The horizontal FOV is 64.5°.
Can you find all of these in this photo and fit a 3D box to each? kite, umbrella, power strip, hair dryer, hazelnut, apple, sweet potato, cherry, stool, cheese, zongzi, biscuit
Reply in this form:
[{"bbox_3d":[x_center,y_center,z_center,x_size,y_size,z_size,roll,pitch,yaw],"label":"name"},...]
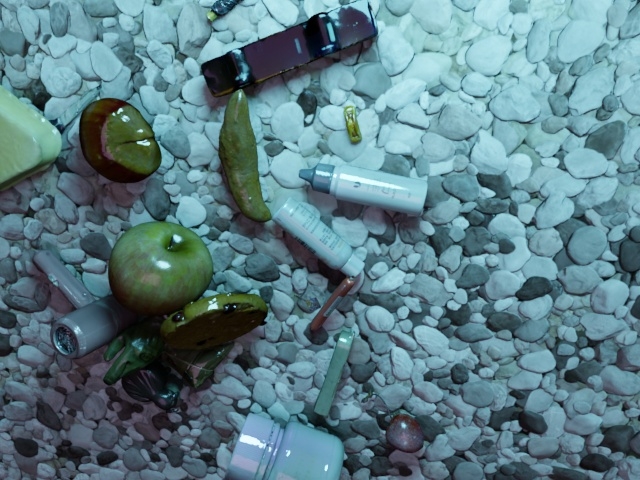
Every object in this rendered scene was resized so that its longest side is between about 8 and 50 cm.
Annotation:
[{"bbox_3d":[-0.032,0.168,1.421,0.044,0.002,0.078,-41,100,20],"label":"kite"},{"bbox_3d":[-0.200,-0.553,1.153,0.144,0.037,0.040,-32,117,15],"label":"umbrella"},{"bbox_3d":[0.041,0.376,1.448,0.048,0.080,0.285,19,112,3],"label":"power strip"},{"bbox_3d":[-0.709,0.159,1.427,0.352,0.210,0.125,44,116,7],"label":"hair dryer"},{"bbox_3d":[-0.500,-0.246,1.256,0.181,0.181,0.211,-17,111,-16],"label":"hazelnut"},{"bbox_3d":[-0.417,0.082,1.312,0.257,0.256,0.233,33,116,-5],"label":"apple"},{"bbox_3d":[-0.196,-0.204,1.255,0.114,0.092,0.341,15,125,36],"label":"sweet potato"},{"bbox_3d":[0.208,0.537,1.487,0.226,0.090,0.107,37,116,9],"label":"cherry"},{"bbox_3d":[-0.498,0.425,1.525,0.217,0.121,0.125,36,110,-4],"label":"stool"},{"bbox_3d":[-0.851,-0.261,1.312,0.385,0.104,0.383,4,111,12],"label":"cheese"},{"bbox_3d":[-0.374,0.316,1.506,0.189,0.081,0.178,40,90,7],"label":"zongzi"},{"bbox_3d":[-0.281,0.210,1.352,0.296,0.296,0.075,-31,63,18],"label":"biscuit"}]

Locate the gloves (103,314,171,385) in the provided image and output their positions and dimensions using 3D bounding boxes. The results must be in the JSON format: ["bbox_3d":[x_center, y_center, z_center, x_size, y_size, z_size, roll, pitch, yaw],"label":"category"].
[{"bbox_3d":[-0.508,0.295,1.426,0.135,0.107,0.268,41,77,-19],"label":"gloves"}]

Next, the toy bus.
[{"bbox_3d":[-0.072,-0.431,1.151,0.409,0.092,0.093,-16,105,14],"label":"toy bus"}]

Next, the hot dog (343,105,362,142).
[{"bbox_3d":[0.077,-0.278,1.218,0.030,0.034,0.090,-11,108,12],"label":"hot dog"}]

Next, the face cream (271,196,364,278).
[{"bbox_3d":[0.000,0.000,1.310,0.269,0.082,0.082,40,111,-6],"label":"face cream"}]

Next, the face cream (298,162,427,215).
[{"bbox_3d":[0.099,-0.133,1.241,0.312,0.092,0.092,11,112,5],"label":"face cream"}]

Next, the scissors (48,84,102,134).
[{"bbox_3d":[-0.670,-0.312,1.320,0.300,0.022,0.109,-31,101,21],"label":"scissors"}]

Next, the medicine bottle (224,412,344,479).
[{"bbox_3d":[-0.105,0.653,1.487,0.302,0.241,0.241,20,112,1],"label":"medicine bottle"}]

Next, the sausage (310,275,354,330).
[{"bbox_3d":[0.029,0.172,1.366,0.034,0.034,0.253,30,130,-3],"label":"sausage"}]
